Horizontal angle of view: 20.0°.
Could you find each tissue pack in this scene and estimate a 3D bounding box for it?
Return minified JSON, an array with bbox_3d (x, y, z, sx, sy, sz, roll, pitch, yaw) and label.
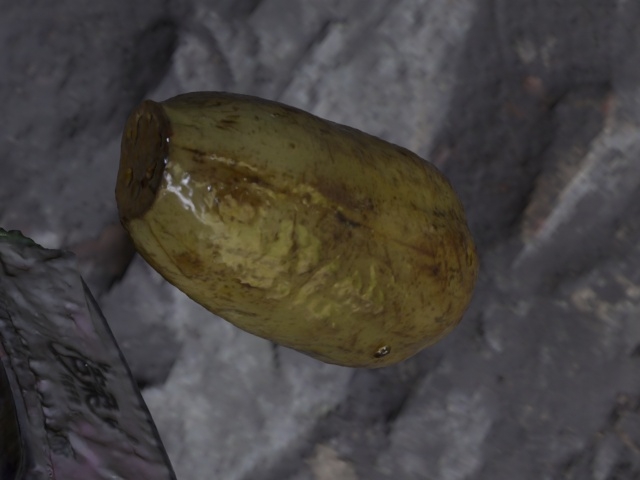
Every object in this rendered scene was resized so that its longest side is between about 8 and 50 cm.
[{"bbox_3d":[-0.244,0.224,1.098,0.394,0.124,0.288,-56,39,20],"label":"tissue pack"}]

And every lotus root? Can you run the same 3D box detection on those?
[{"bbox_3d":[0.000,0.000,0.856,0.097,0.258,0.110,13,85,38],"label":"lotus root"}]
